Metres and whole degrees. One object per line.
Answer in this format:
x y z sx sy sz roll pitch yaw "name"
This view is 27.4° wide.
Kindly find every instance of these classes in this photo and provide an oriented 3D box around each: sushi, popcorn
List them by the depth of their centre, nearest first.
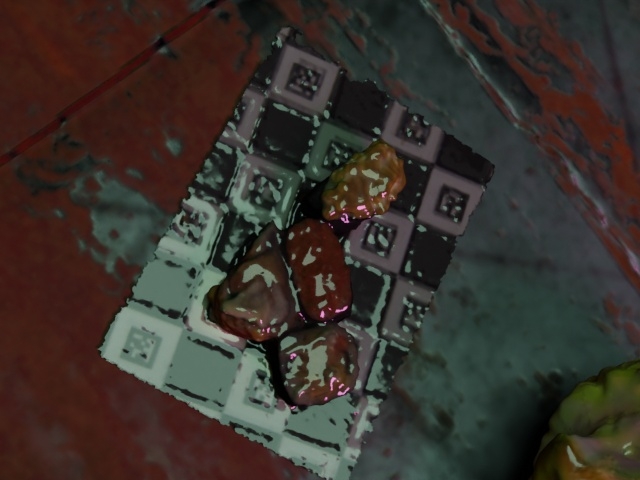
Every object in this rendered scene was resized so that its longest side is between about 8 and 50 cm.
0.158 0.127 0.620 0.125 0.126 0.145 31 86 18 "popcorn"
0.000 0.000 0.642 0.139 0.031 0.201 30 71 -8 "sushi"
